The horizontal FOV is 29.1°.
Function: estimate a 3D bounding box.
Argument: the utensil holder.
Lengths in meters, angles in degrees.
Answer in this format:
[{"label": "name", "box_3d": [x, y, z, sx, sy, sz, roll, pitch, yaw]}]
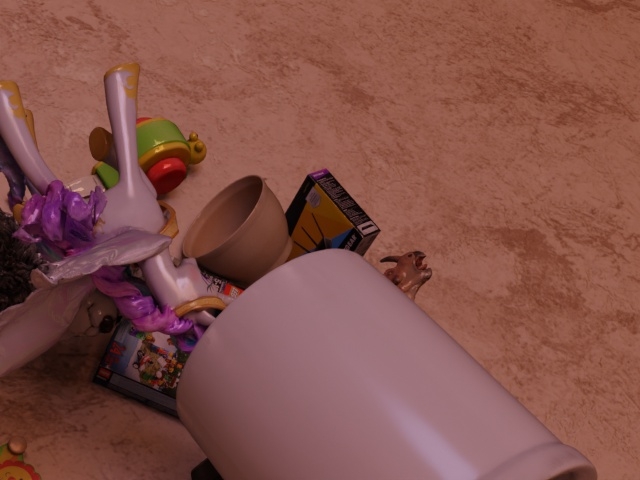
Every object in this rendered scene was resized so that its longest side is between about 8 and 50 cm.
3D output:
[{"label": "utensil holder", "box_3d": [0.065, 0.242, 1.416, 0.327, 0.328, 0.385, -17, 50, -38]}]

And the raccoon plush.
[{"label": "raccoon plush", "box_3d": [-0.419, -0.024, 1.610, 0.299, 0.216, 0.446, -19, 63, -35]}]

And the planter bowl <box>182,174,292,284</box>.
[{"label": "planter bowl", "box_3d": [-0.111, -0.002, 1.835, 0.109, 0.162, 0.162, 46, 37, -26]}]

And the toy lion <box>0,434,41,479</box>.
[{"label": "toy lion", "box_3d": [-0.390, 0.288, 1.495, 0.100, 0.034, 0.096, 1, 59, -28]}]

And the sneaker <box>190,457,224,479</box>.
[{"label": "sneaker", "box_3d": [-0.045, 0.294, 1.646, 0.267, 0.101, 0.106, -24, 76, -32]}]

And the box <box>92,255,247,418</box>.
[{"label": "box", "box_3d": [-0.204, 0.131, 1.725, 0.159, 0.044, 0.233, 24, 44, -8]}]

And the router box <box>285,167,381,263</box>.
[{"label": "router box", "box_3d": [0.000, 0.000, 1.859, 0.046, 0.179, 0.133, -21, 63, -43]}]

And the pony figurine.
[{"label": "pony figurine", "box_3d": [-0.261, -0.007, 1.395, 0.351, 0.303, 0.364, -18, 77, -48]}]

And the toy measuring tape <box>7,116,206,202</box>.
[{"label": "toy measuring tape", "box_3d": [-0.304, -0.118, 1.846, 0.330, 0.121, 0.121, -16, 60, -38]}]

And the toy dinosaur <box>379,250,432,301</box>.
[{"label": "toy dinosaur", "box_3d": [0.043, 0.137, 1.810, 0.295, 0.127, 0.200, -14, 51, -23]}]
